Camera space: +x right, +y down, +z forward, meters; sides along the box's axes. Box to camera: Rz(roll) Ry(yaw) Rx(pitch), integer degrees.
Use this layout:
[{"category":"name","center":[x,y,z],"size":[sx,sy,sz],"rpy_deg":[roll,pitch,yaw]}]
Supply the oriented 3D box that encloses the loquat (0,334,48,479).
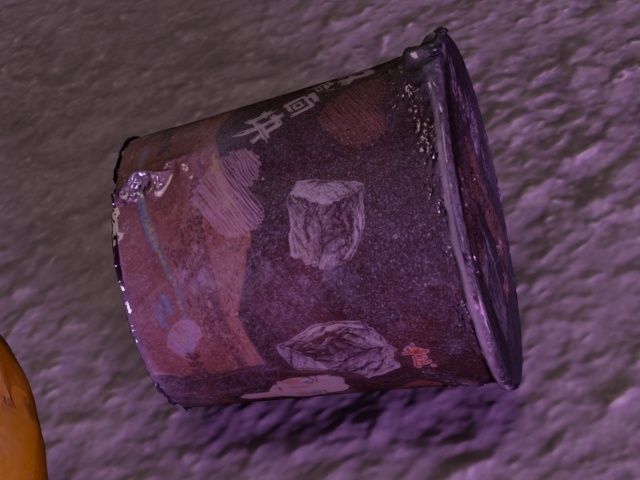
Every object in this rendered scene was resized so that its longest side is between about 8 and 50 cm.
[{"category":"loquat","center":[-0.256,0.126,0.901],"size":[0.235,0.235,0.235],"rpy_deg":[-8,37,6]}]

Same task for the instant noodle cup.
[{"category":"instant noodle cup","center":[0.000,0.000,1.013],"size":[0.207,0.217,0.217],"rpy_deg":[-11,36,13]}]
